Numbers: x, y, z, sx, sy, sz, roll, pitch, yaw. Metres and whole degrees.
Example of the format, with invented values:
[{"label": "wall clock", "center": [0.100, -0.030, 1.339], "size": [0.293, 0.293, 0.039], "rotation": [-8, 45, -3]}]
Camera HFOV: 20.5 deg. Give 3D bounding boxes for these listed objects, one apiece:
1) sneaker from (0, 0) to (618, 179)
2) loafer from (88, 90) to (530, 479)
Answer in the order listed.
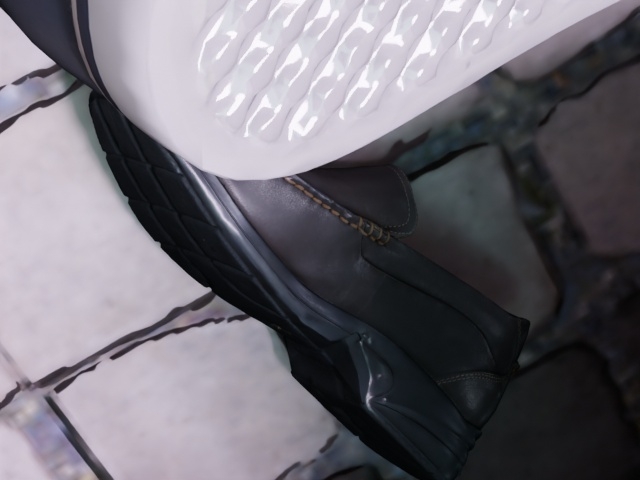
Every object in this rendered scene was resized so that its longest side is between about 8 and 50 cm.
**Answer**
[{"label": "sneaker", "center": [0.054, -0.120, 0.427], "size": [0.321, 0.127, 0.126], "rotation": [-21, 133, -35]}, {"label": "loafer", "center": [0.000, 0.000, 0.512], "size": [0.061, 0.062, 0.170], "rotation": [-51, 127, -13]}]
